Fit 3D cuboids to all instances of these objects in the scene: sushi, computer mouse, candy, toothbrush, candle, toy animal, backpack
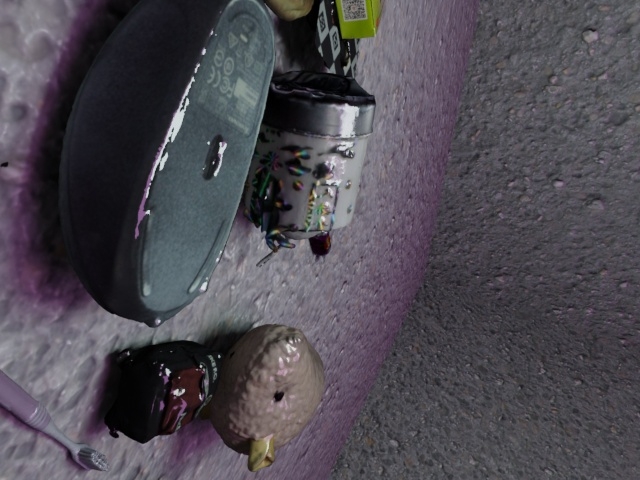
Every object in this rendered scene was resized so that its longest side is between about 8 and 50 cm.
[{"bbox_3d":[0.017,-0.372,0.781,0.220,0.047,0.231,33,62,-69],"label":"sushi"},{"bbox_3d":[-0.156,-0.099,0.489,0.203,0.114,0.373,20,88,-72],"label":"computer mouse"},{"bbox_3d":[0.000,0.000,1.081,0.045,0.043,0.175,-59,160,-25],"label":"candy"},{"bbox_3d":[-0.297,0.173,0.472,0.353,0.029,0.024,84,17,-46],"label":"toothbrush"},{"bbox_3d":[-0.031,-0.093,0.729,0.187,0.188,0.329,-35,140,-59],"label":"candle"},{"bbox_3d":[-0.098,0.275,0.848,0.226,0.188,0.358,-54,156,-16],"label":"toy animal"},{"bbox_3d":[-0.200,0.197,0.634,0.165,0.106,0.119,-3,105,-65],"label":"backpack"}]

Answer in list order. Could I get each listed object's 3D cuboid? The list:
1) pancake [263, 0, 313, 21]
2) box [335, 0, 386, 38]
[{"bbox_3d":[-0.046,-0.401,0.530,0.294,0.050,0.294,1,90,-73],"label":"pancake"},{"bbox_3d":[0.075,-0.482,0.756,0.175,0.062,0.260,71,28,-51],"label":"box"}]
